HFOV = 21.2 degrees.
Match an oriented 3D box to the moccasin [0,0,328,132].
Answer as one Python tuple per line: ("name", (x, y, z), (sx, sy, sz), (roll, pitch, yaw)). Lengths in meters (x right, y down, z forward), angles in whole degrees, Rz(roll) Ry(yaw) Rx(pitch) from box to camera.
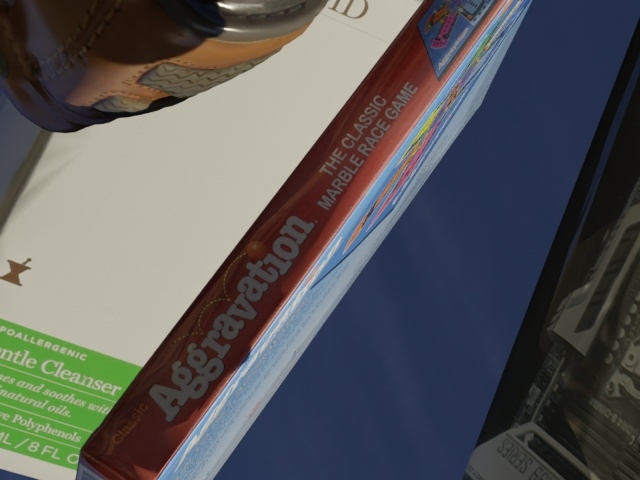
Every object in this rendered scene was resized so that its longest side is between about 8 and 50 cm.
("moccasin", (-0.109, -0.223, 0.550), (0.147, 0.139, 0.380), (-16, -84, 41))

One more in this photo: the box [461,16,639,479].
("box", (0.147, 0.009, 0.355), (0.242, 0.076, 0.307), (50, -55, 59))

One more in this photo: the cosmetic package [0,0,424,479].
("cosmetic package", (-0.089, -0.039, 0.988), (0.197, 0.155, 0.365), (20, -63, -22))

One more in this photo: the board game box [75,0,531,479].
("board game box", (0.000, 0.000, 0.615), (0.027, 0.281, 0.145), (34, -30, 5))
